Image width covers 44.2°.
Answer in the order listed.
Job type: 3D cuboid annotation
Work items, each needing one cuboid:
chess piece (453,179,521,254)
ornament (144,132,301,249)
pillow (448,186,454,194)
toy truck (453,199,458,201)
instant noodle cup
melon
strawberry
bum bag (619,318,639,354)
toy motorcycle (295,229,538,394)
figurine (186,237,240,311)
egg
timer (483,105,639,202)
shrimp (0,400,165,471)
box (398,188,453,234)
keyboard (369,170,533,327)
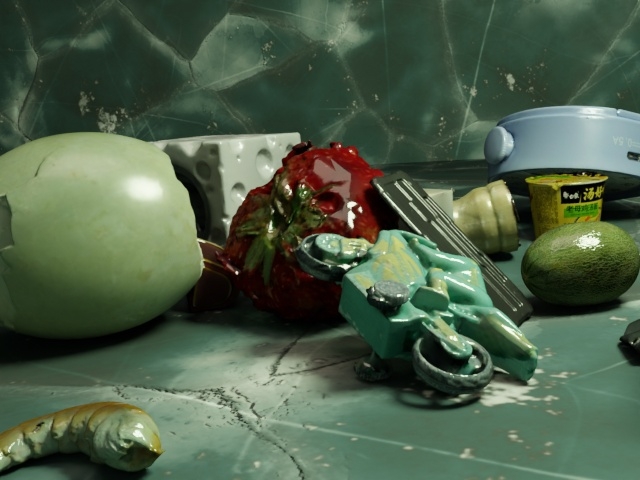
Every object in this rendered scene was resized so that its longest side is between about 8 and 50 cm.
[{"bbox_3d":[0.188,-0.009,1.371,0.300,0.137,0.137,-14,10,6],"label":"chess piece"},{"bbox_3d":[-0.189,-0.067,1.424,0.239,0.239,0.239,3,13,33],"label":"ornament"},{"bbox_3d":[0.130,-0.032,1.473,0.254,0.169,0.059,-3,52,3],"label":"pillow"},{"bbox_3d":[0.276,-0.049,1.591,0.177,0.080,0.115,5,9,34],"label":"toy truck"},{"bbox_3d":[0.462,-0.061,1.475,0.151,0.122,0.151,-6,10,1],"label":"instant noodle cup"},{"bbox_3d":[0.349,0.032,1.044,0.167,0.114,0.114,-7,11,-11],"label":"melon"},{"bbox_3d":[0.000,0.000,1.118,0.274,0.274,0.220,5,-23,40],"label":"strawberry"},{"bbox_3d":[0.454,0.087,0.848,0.248,0.060,0.123,-4,14,11],"label":"bum bag"},{"bbox_3d":[0.110,0.070,0.879,0.198,0.109,0.296,-8,33,-29],"label":"toy motorcycle"},{"bbox_3d":[-0.159,0.049,1.221,0.098,0.083,0.154,5,15,-13],"label":"figurine"},{"bbox_3d":[-0.335,-0.003,1.052,0.336,0.279,0.278,-12,12,-14],"label":"egg"},{"bbox_3d":[0.525,-0.163,1.688,0.394,0.173,0.395,6,-5,1],"label":"timer"},{"bbox_3d":[-0.227,0.179,0.660,0.161,0.049,0.166,2,13,42],"label":"shrimp"},{"bbox_3d":[0.091,-0.004,1.227,0.242,0.155,0.067,7,16,40],"label":"box"},{"bbox_3d":[0.169,0.009,1.017,0.016,0.262,0.106,-50,-15,31],"label":"keyboard"}]
